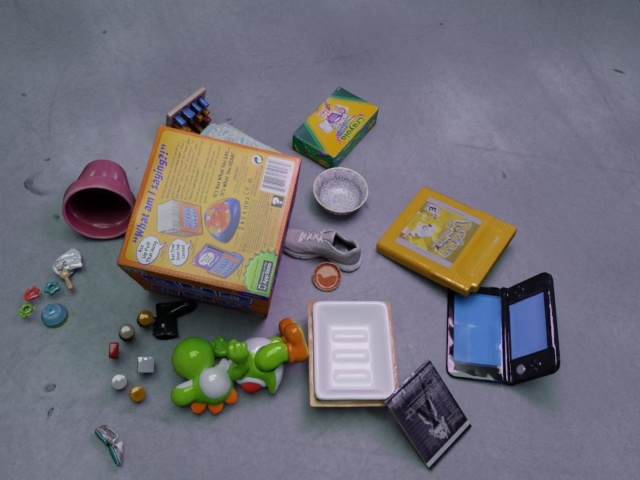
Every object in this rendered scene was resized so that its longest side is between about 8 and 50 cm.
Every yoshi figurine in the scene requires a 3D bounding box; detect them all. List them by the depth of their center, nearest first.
[{"bbox_3d":[-0.226,0.290,1.554,0.362,0.203,0.203,-23,45,-10],"label":"yoshi figurine"}]

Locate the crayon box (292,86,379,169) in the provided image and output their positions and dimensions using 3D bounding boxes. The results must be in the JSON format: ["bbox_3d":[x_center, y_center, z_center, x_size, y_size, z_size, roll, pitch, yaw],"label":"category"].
[{"bbox_3d":[0.052,-0.376,2.031,0.165,0.081,0.278,32,62,14],"label":"crayon box"}]

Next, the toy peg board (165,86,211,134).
[{"bbox_3d":[-0.417,-0.388,1.966,0.079,0.160,0.161,42,64,2],"label":"toy peg board"}]

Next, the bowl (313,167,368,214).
[{"bbox_3d":[0.060,-0.137,1.889,0.170,0.080,0.170,2,58,-3],"label":"bowl"}]

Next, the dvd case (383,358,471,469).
[{"bbox_3d":[0.274,0.438,1.529,0.164,0.018,0.221,-38,101,-23],"label":"dvd case"}]

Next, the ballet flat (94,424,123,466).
[{"bbox_3d":[-0.509,0.498,1.487,0.041,0.041,0.114,-35,68,-22],"label":"ballet flat"}]

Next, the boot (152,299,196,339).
[{"bbox_3d":[-0.401,0.218,1.660,0.121,0.045,0.099,-5,60,-4],"label":"boot"}]

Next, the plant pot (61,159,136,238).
[{"bbox_3d":[-0.641,-0.135,1.780,0.201,0.201,0.180,-5,44,-8],"label":"plant pot"}]

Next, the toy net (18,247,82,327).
[{"bbox_3d":[-0.741,0.126,1.691,0.122,0.045,0.232,9,57,3],"label":"toy net"}]

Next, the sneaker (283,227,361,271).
[{"bbox_3d":[0.000,0.000,1.778,0.262,0.121,0.099,15,58,5],"label":"sneaker"}]

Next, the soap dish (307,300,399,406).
[{"bbox_3d":[0.081,0.303,1.603,0.229,0.118,0.291,1,59,-4],"label":"soap dish"}]

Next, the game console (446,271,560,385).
[{"bbox_3d":[0.492,0.229,1.657,0.173,0.250,0.293,22,56,-22],"label":"game console"}]

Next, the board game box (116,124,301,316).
[{"bbox_3d":[-0.268,-0.031,1.577,0.356,0.356,0.356,13,75,-2],"label":"board game box"}]

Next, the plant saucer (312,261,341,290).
[{"bbox_3d":[0.019,0.105,1.764,0.083,0.013,0.083,0,82,0],"label":"plant saucer"}]

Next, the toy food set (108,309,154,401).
[{"bbox_3d":[-0.498,0.305,1.589,0.111,0.104,0.232,2,76,-19],"label":"toy food set"}]

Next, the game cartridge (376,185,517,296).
[{"bbox_3d":[0.377,-0.005,1.816,0.324,0.052,0.285,27,60,26],"label":"game cartridge"}]

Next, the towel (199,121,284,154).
[{"bbox_3d":[-0.304,-0.187,1.887,0.320,0.090,0.374,29,61,14],"label":"towel"}]
